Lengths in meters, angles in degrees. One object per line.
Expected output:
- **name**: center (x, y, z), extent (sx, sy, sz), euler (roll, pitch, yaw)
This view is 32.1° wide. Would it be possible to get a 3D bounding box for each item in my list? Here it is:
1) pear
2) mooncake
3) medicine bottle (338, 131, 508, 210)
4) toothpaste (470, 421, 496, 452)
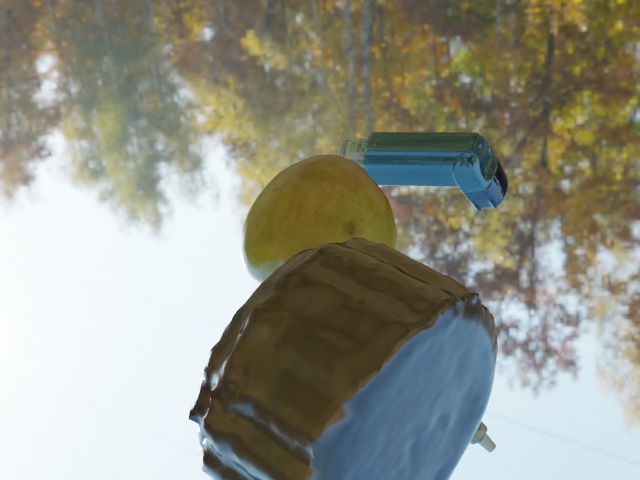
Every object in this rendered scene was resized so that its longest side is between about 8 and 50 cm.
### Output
- **pear**: center (0.000, 0.000, 1.341), extent (0.200, 0.200, 0.200), euler (-6, -158, 2)
- **mooncake**: center (0.027, 0.158, 1.118), extent (0.187, 0.324, 0.324), euler (28, -142, 32)
- **medicine bottle**: center (0.160, -0.117, 1.746), extent (0.258, 0.124, 0.079), euler (4, -127, 23)
- **toothpaste**: center (0.140, 0.184, 1.334), extent (0.029, 0.197, 0.048), euler (-43, -175, 16)
